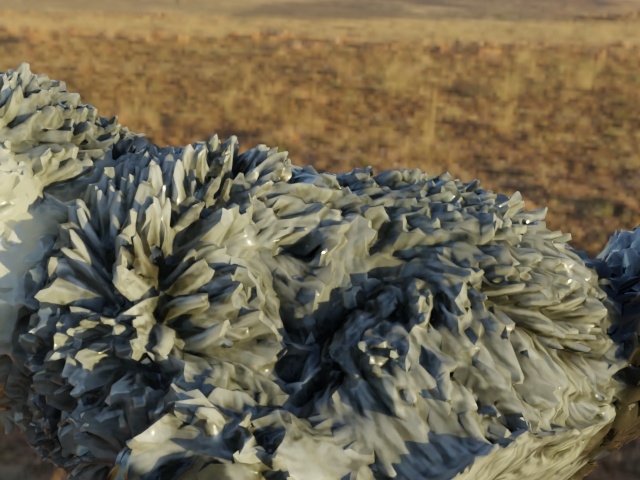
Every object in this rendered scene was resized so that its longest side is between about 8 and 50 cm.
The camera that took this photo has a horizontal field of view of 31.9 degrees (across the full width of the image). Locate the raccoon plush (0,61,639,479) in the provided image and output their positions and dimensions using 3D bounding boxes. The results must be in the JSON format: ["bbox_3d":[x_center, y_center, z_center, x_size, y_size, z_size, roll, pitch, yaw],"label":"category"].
[{"bbox_3d":[0.000,0.000,0.507,0.446,0.216,0.299,-20,61,-30],"label":"raccoon plush"}]
